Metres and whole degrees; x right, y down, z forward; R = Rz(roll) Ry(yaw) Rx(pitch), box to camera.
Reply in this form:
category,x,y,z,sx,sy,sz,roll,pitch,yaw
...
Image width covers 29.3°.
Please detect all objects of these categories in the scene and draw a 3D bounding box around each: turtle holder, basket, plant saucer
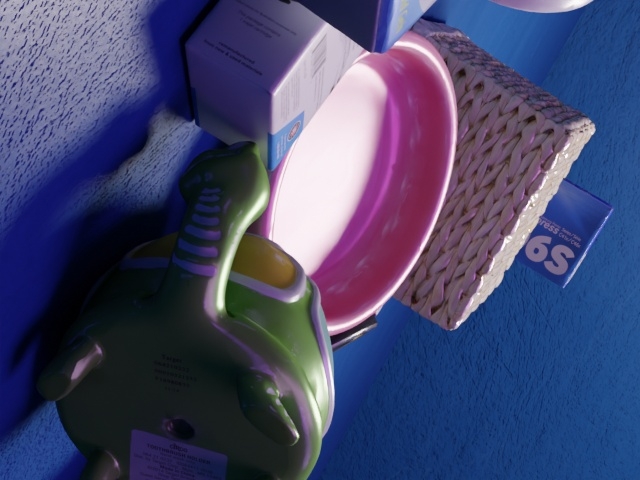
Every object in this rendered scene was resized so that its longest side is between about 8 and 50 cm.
category,x,y,z,sx,sy,sz,roll,pitch,yaw
turtle holder,-0.111,0.084,1.064,0.320,0.243,0.227,64,29,-30
basket,0.173,-0.095,1.662,0.328,0.266,0.331,-60,168,15
plant saucer,0.020,-0.065,1.283,0.332,0.084,0.332,-32,133,-42

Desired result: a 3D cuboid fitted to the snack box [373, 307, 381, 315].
category,x,y,z,sx,sy,sz,roll,pitch,yaw
snack box,0.091,0.044,2.110,0.141,0.100,0.037,-56,168,-10

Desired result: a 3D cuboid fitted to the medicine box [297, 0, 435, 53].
category,x,y,z,sx,sy,sz,roll,pitch,yaw
medicine box,0.083,-0.322,0.835,0.289,0.149,0.263,-47,166,-18

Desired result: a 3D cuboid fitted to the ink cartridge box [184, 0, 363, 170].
category,x,y,z,sx,sy,sz,roll,pitch,yaw
ink cartridge box,-0.017,-0.181,1.014,0.203,0.086,0.148,-56,170,-19

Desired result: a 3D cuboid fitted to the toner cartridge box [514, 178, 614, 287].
category,x,y,z,sx,sy,sz,roll,pitch,yaw
toner cartridge box,0.325,-0.077,2.167,0.165,0.348,0.075,-61,169,10

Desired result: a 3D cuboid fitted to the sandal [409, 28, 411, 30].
category,x,y,z,sx,sy,sz,roll,pitch,yaw
sandal,0.056,-0.201,1.429,0.097,0.054,0.254,108,6,-77

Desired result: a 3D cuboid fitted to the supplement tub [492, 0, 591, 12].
category,x,y,z,sx,sy,sz,roll,pitch,yaw
supplement tub,0.230,-0.399,1.115,0.241,0.241,0.331,-50,167,-39

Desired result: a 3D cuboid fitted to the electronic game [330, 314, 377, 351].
category,x,y,z,sx,sy,sz,roll,pitch,yaw
electronic game,-0.036,0.146,1.429,0.229,0.048,0.229,-28,174,-3
